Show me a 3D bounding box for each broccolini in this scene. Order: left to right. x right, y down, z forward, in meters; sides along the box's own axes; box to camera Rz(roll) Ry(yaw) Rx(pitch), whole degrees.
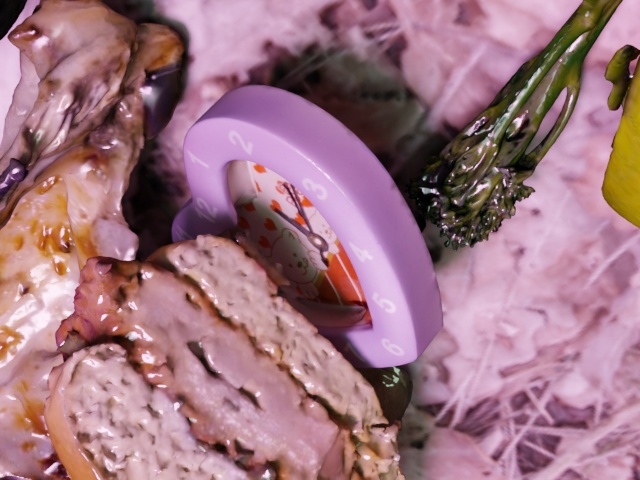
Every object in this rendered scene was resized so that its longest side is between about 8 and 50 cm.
[{"bbox_3d":[0.123,-0.072,0.505,0.058,0.074,0.201,45,118,7],"label":"broccolini"}]

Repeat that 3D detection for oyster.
[{"bbox_3d":[-0.189,0.012,0.569,0.198,0.133,0.337,7,122,-33],"label":"oyster"}]

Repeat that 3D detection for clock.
[{"bbox_3d":[0.000,0.000,0.545,0.172,0.064,0.198,34,148,9],"label":"clock"}]

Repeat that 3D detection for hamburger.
[{"bbox_3d":[-0.050,0.145,0.560,0.282,0.155,0.245,39,145,-2],"label":"hamburger"}]

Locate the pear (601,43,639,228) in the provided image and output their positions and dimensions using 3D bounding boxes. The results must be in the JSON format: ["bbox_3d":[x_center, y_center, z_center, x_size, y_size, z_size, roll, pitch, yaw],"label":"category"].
[{"bbox_3d":[0.291,-0.109,0.347,0.318,0.238,0.342,17,121,13],"label":"pear"}]

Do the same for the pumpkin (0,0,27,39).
[{"bbox_3d":[-0.284,-0.195,0.429,0.323,0.241,0.323,4,118,8],"label":"pumpkin"}]

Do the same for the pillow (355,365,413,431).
[{"bbox_3d":[-0.018,0.156,0.681,0.130,0.033,0.217,18,121,6],"label":"pillow"}]
